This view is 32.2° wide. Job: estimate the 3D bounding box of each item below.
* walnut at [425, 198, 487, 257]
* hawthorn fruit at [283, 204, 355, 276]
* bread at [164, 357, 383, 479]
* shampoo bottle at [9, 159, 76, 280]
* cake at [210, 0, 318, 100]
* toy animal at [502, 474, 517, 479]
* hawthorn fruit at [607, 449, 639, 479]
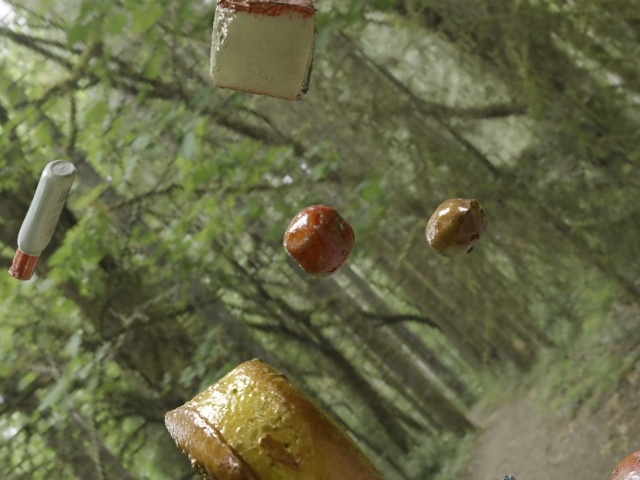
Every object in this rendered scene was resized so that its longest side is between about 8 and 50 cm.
[{"bbox_3d":[0.271,-0.028,2.202,0.116,0.116,0.207,-41,-11,-17],"label":"walnut"},{"bbox_3d":[0.000,0.000,1.943,0.128,0.128,0.128,-43,-12,-11],"label":"hawthorn fruit"},{"bbox_3d":[-0.045,0.244,1.225,0.146,0.268,0.268,-47,-11,-10],"label":"bread"},{"bbox_3d":[-0.490,-0.032,1.943,0.108,0.051,0.221,-79,14,-71],"label":"shampoo bottle"},{"bbox_3d":[-0.102,-0.334,1.828,0.262,0.159,0.158,-111,29,-70],"label":"cake"},{"bbox_3d":[0.449,0.557,2.300,0.108,0.220,0.062,-24,-54,-36],"label":"toy animal"},{"bbox_3d":[0.730,0.588,2.352,0.316,0.316,0.316,-43,-12,-11],"label":"hawthorn fruit"}]
